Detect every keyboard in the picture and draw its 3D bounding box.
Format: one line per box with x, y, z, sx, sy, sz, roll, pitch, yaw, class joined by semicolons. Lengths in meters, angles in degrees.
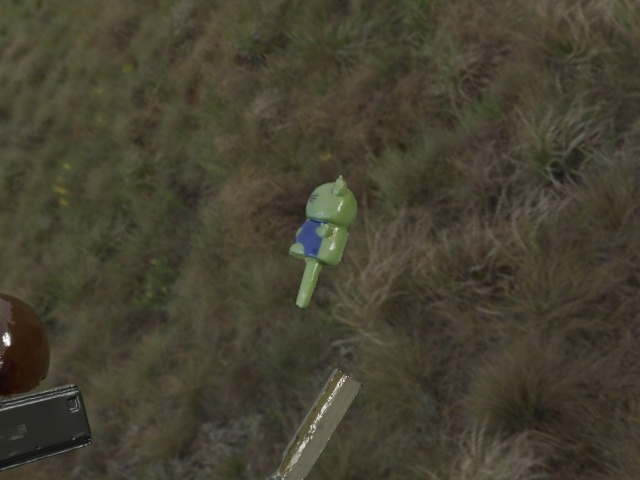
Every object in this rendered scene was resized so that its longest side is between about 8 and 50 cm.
-0.404;0.248;1.088;0.025;0.230;0.093;-27;76;40;keyboard

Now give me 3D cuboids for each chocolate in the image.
-0.350;0.124;0.903;0.124;0.127;0.133;-19;22;-33;chocolate

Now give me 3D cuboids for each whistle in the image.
0.000;0.000;1.370;0.105;0.085;0.227;108;-179;-83;whistle

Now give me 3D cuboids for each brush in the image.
-0.030;0.255;0.946;0.248;0.043;0.036;-56;-4;-27;brush
